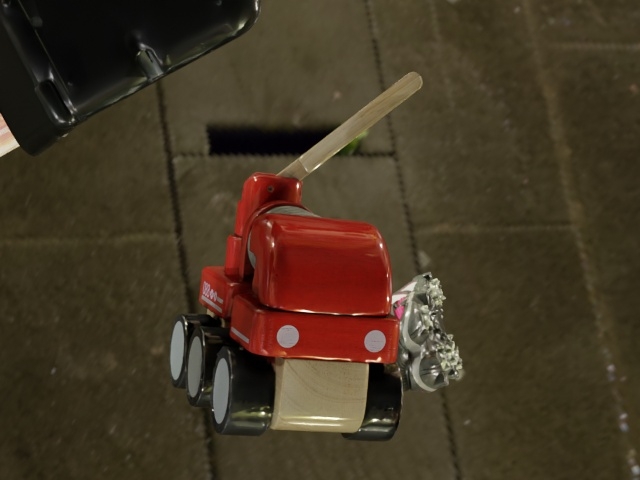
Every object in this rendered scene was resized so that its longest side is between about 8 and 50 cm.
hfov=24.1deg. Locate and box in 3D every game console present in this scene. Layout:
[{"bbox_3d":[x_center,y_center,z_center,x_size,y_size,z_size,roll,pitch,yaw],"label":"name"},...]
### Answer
[{"bbox_3d":[-0.085,-0.099,0.465,0.107,0.071,0.122,-27,96,10],"label":"game console"}]

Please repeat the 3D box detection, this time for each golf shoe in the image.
[{"bbox_3d":[0.064,0.094,1.405,0.120,0.273,0.105,-17,86,11],"label":"golf shoe"}]

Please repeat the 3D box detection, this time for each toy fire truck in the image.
[{"bbox_3d":[0.000,0.000,1.037,0.159,0.217,0.246,4,95,-17],"label":"toy fire truck"}]

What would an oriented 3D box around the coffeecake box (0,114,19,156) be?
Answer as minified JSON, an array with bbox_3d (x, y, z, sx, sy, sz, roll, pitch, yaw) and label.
[{"bbox_3d":[-0.277,-0.124,0.908,0.142,0.068,0.185,-15,103,14],"label":"coffeecake box"}]
